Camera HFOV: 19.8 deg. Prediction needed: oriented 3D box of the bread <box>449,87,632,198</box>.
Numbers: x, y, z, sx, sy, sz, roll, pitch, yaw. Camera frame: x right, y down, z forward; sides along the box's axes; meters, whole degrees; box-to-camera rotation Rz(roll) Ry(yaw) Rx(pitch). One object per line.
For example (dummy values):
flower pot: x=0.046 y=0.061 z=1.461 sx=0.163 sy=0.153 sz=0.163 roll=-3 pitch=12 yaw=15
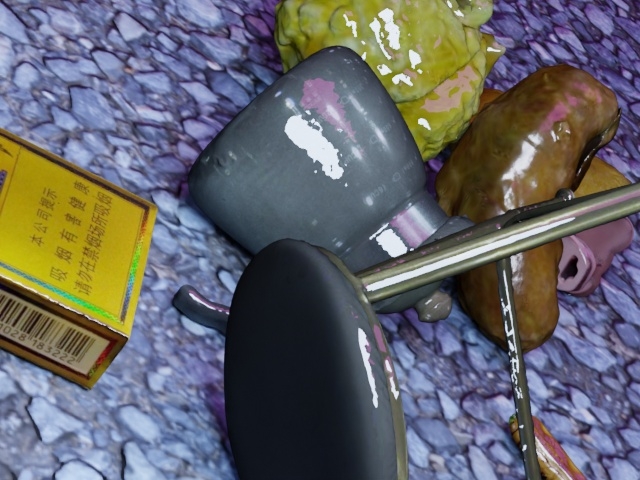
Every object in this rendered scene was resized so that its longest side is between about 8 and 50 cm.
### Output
bread: x=0.260 y=-0.092 z=2.257 sx=0.233 sy=0.088 sz=0.161 roll=40 pitch=28 yaw=8

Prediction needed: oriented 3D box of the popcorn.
popcorn: x=0.072 y=-0.214 z=2.059 sx=0.270 sy=0.258 sz=0.224 roll=23 pitch=-5 yaw=-23

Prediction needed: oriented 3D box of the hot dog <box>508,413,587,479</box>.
hot dog: x=0.234 y=0.228 z=1.883 sx=0.122 sy=0.037 sz=0.049 roll=53 pitch=24 yaw=13

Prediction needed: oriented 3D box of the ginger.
ginger: x=0.213 y=-0.044 z=2.016 sx=0.172 sy=0.321 sz=0.165 roll=16 pitch=-5 yaw=15

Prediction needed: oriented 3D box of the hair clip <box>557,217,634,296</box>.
hair clip: x=0.276 y=-0.002 z=2.133 sx=0.138 sy=0.123 sz=0.102 roll=36 pitch=25 yaw=24

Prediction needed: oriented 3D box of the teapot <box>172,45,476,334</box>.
teapot: x=0.016 y=-0.015 z=1.814 sx=0.285 sy=0.223 sz=0.305 roll=48 pitch=31 yaw=2

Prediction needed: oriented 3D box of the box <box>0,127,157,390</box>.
box: x=-0.303 y=-0.015 z=1.614 sx=0.301 sy=0.084 sz=0.193 roll=27 pitch=34 yaw=-16

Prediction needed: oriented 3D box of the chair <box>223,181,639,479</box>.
chair: x=0.153 y=0.125 z=1.581 sx=0.410 sy=0.364 sz=0.362 roll=-6 pitch=86 yaw=-24
